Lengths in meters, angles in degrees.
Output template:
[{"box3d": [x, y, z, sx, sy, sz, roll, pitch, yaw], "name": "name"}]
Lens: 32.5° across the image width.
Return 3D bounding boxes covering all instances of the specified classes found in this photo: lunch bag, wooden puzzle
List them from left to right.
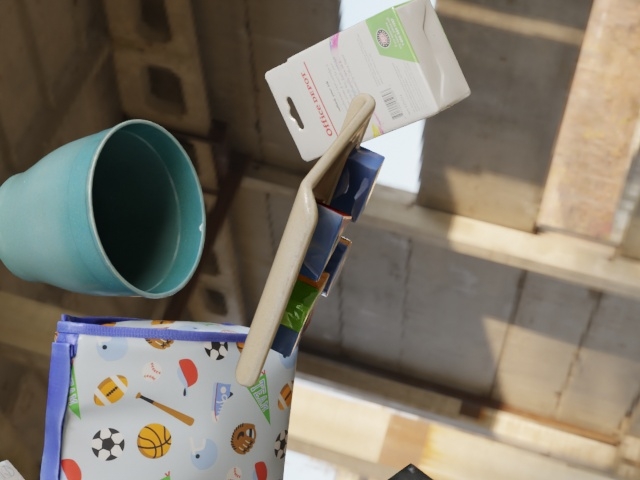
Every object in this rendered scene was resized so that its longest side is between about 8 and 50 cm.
[{"box3d": [-0.251, 0.281, 1.683, 0.386, 0.239, 0.327, 5, -92, -45], "name": "lunch bag"}, {"box3d": [0.000, 0.000, 1.519, 0.348, 0.081, 0.322, -64, -5, -57], "name": "wooden puzzle"}]

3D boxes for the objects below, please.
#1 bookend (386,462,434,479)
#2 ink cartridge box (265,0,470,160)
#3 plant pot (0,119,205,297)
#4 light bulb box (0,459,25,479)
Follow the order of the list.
[{"box3d": [0.131, 0.364, 1.239, 0.072, 0.156, 0.157, -28, -47, -34], "name": "bookend"}, {"box3d": [0.080, -0.295, 2.057, 0.119, 0.353, 0.207, -33, -79, -45], "name": "ink cartridge box"}, {"box3d": [-0.362, -0.033, 1.721, 0.272, 0.255, 0.271, 22, -115, -56], "name": "plant pot"}, {"box3d": [-0.659, 0.600, 1.825, 0.358, 0.225, 0.361, -53, -18, 19], "name": "light bulb box"}]
